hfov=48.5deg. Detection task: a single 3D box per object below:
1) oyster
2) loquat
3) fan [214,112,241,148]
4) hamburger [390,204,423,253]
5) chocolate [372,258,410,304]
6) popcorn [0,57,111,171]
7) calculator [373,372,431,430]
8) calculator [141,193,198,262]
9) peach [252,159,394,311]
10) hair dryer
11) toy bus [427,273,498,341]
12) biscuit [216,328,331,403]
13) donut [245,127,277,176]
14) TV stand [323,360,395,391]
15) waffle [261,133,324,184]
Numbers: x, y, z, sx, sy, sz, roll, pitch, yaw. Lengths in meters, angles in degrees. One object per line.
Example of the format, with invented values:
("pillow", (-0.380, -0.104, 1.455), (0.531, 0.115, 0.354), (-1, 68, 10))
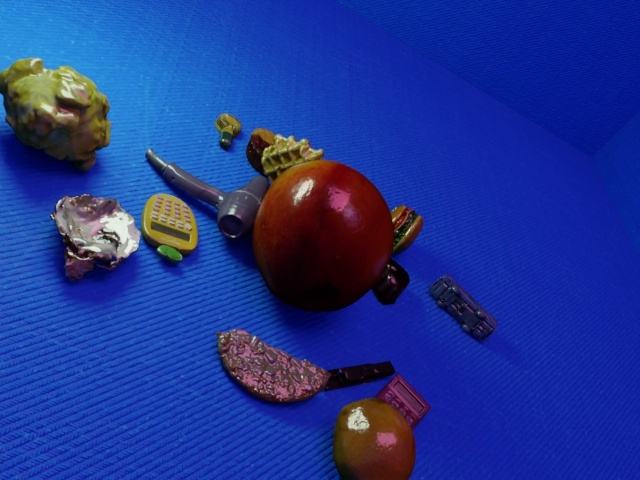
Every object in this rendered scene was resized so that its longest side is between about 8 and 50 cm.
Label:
("oyster", (-0.500, -0.014, 1.586), (0.223, 0.083, 0.214), (1, 53, -50))
("loquat", (0.116, 0.450, 1.567), (0.187, 0.176, 0.234), (34, 34, -38))
("fan", (-0.283, -0.335, 2.184), (0.082, 0.039, 0.155), (24, 38, -22))
("hamburger", (0.251, -0.036, 2.245), (0.115, 0.162, 0.162), (38, 34, 1))
("chocolate", (0.215, 0.117, 2.105), (0.125, 0.080, 0.149), (21, 37, -25))
("popcorn", (-0.620, -0.297, 1.689), (0.250, 0.235, 0.242), (60, 6, -63))
("calculator", (0.192, 0.423, 1.783), (0.126, 0.034, 0.190), (47, 41, 9))
("calculator", (-0.374, -0.031, 1.765), (0.146, 0.032, 0.235), (20, 37, -25))
("peach", (0.000, 0.000, 1.799), (0.388, 0.388, 0.388), (25, 37, -20))
("hair dryer", (-0.305, -0.159, 1.926), (0.361, 0.121, 0.301), (30, 27, -5))
("toy bus", (0.446, 0.209, 2.227), (0.236, 0.079, 0.094), (45, 19, 7))
("biscuit", (-0.119, 0.300, 1.614), (0.289, 0.038, 0.141), (27, 45, -9))
("donut", (-0.150, -0.259, 2.193), (0.184, 0.073, 0.166), (31, 35, -14))
("TV stand", (0.094, 0.336, 1.779), (0.249, 0.042, 0.036), (0, 48, -43))
("waffle", (-0.048, -0.155, 2.016), (0.309, 0.283, 0.065), (34, 48, 18))
